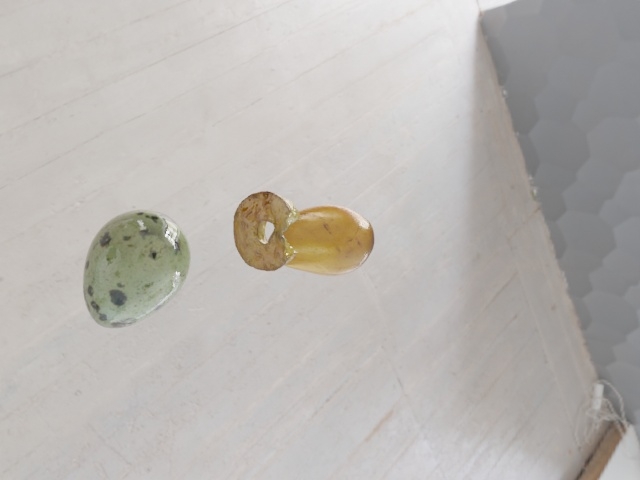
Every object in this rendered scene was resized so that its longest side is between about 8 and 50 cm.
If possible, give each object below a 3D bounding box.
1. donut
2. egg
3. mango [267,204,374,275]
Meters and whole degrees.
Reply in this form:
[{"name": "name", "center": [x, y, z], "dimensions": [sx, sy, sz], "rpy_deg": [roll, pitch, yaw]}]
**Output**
[{"name": "donut", "center": [-0.071, -0.014, 0.757], "dimensions": [0.043, 0.097, 0.108], "rpy_deg": [-8, 112, -60]}, {"name": "egg", "center": [-0.335, 0.053, 1.006], "dimensions": [0.177, 0.177, 0.228], "rpy_deg": [31, 85, -33]}, {"name": "mango", "center": [0.000, 0.000, 1.091], "dimensions": [0.219, 0.112, 0.145], "rpy_deg": [-4, 68, -21]}]
